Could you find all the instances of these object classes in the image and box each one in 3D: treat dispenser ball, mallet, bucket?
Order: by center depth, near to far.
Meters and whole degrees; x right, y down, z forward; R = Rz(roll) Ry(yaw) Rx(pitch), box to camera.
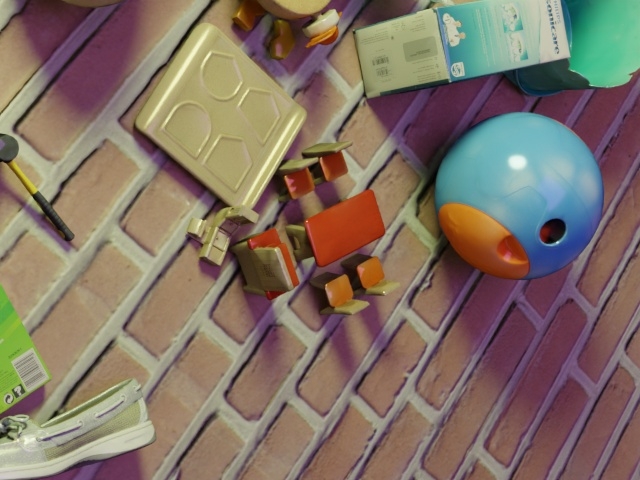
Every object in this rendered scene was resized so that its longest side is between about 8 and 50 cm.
[{"bbox_3d":[-0.393,-0.072,1.598,0.039,0.062,0.190,-49,116,-25],"label":"mallet"},{"bbox_3d":[0.339,-0.076,1.997,0.288,0.288,0.288,1,88,-36],"label":"treat dispenser ball"},{"bbox_3d":[0.454,-0.401,2.157,0.281,0.183,0.281,1,88,-36],"label":"bucket"}]

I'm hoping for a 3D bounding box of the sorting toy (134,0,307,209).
[{"bbox_3d":[-0.130,-0.226,1.815,0.229,0.041,0.307,39,66,-25],"label":"sorting toy"}]

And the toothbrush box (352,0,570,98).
[{"bbox_3d":[0.240,-0.334,1.978,0.295,0.216,0.126,-18,99,-37],"label":"toothbrush box"}]

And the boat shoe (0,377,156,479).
[{"bbox_3d":[-0.367,0.265,1.580,0.320,0.118,0.103,-9,83,-43],"label":"boat shoe"}]

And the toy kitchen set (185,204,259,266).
[{"bbox_3d":[-0.153,-0.015,1.765,0.068,0.075,0.083,32,66,-30],"label":"toy kitchen set"}]

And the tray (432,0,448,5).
[{"bbox_3d":[0.096,-0.481,1.882,0.270,0.145,0.030,36,111,-30],"label":"tray"}]

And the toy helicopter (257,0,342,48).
[{"bbox_3d":[0.014,-0.416,1.866,0.355,0.140,0.235,-11,85,-49],"label":"toy helicopter"}]

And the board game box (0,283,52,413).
[{"bbox_3d":[-0.471,0.108,1.554,0.124,0.039,0.259,-35,112,-32],"label":"board game box"}]

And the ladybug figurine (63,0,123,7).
[{"bbox_3d":[-0.285,-0.537,1.570,0.162,0.305,0.450,-10,102,-65],"label":"ladybug figurine"}]

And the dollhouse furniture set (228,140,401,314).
[{"bbox_3d":[0.000,0.000,1.840,0.259,0.135,0.262,-28,105,-34],"label":"dollhouse furniture set"}]
